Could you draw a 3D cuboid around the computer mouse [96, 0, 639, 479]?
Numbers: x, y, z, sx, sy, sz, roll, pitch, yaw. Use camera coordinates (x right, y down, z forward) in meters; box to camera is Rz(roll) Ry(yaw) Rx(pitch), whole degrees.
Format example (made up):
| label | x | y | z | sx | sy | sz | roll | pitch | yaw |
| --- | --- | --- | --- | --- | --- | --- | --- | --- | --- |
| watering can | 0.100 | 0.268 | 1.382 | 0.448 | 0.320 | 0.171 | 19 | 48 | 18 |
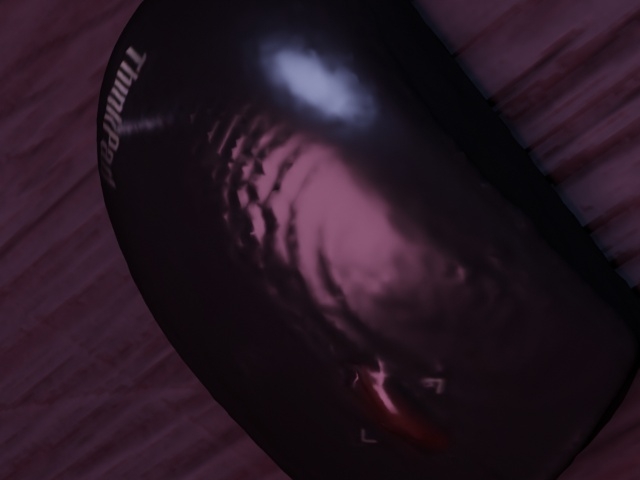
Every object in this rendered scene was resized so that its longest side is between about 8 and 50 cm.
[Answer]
| label | x | y | z | sx | sy | sz | roll | pitch | yaw |
| --- | --- | --- | --- | --- | --- | --- | --- | --- | --- |
| computer mouse | 0.000 | 0.000 | 0.660 | 0.269 | 0.100 | 0.170 | 51 | 128 | 7 |
